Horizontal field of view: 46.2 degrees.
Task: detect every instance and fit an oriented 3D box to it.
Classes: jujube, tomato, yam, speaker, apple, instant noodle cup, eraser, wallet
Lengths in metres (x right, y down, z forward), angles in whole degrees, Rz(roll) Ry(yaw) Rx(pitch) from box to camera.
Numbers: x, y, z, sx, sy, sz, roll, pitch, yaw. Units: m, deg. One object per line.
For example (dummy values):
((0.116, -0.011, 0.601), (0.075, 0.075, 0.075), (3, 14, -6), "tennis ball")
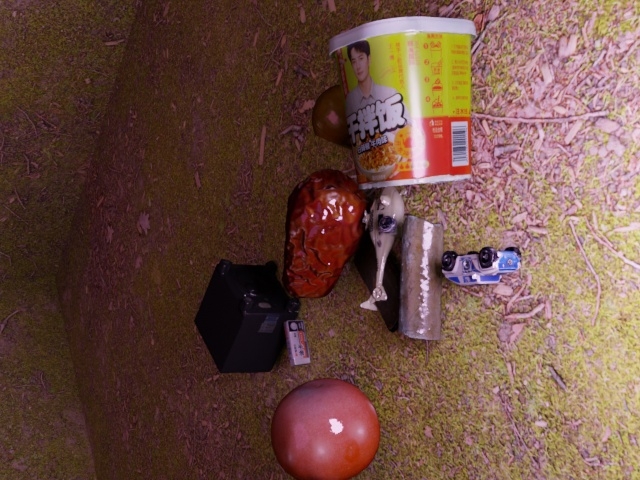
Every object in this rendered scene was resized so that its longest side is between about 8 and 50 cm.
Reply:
((0.000, 0.000, 1.802), (0.216, 0.216, 0.342), (59, 142, 39), "jujube")
((0.010, 0.438, 1.731), (0.256, 0.256, 0.224), (6, 110, 57), "tomato")
((0.212, 0.079, 1.570), (0.093, 0.093, 0.259), (3, 91, 57), "yam")
((-0.209, 0.208, 2.127), (0.232, 0.184, 0.253), (53, 128, 43), "speaker")
((0.057, -0.282, 1.766), (0.147, 0.146, 0.163), (54, 130, 36), "apple")
((0.174, -0.263, 1.501), (0.294, 0.294, 0.307), (0, 96, 57), "instant noodle cup")
((-0.063, 0.275, 2.018), (0.029, 0.052, 0.122), (-33, 63, 54), "eraser")
((0.145, 0.089, 1.726), (0.122, 0.031, 0.232), (-63, 39, 39), "wallet")

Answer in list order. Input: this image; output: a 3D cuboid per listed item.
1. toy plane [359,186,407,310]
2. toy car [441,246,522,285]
((0.136, 0.010, 1.649), (0.108, 0.092, 0.286), (-5, 74, 34), "toy plane")
((0.301, 0.051, 1.442), (0.171, 0.080, 0.070), (-10, 81, 56), "toy car")
